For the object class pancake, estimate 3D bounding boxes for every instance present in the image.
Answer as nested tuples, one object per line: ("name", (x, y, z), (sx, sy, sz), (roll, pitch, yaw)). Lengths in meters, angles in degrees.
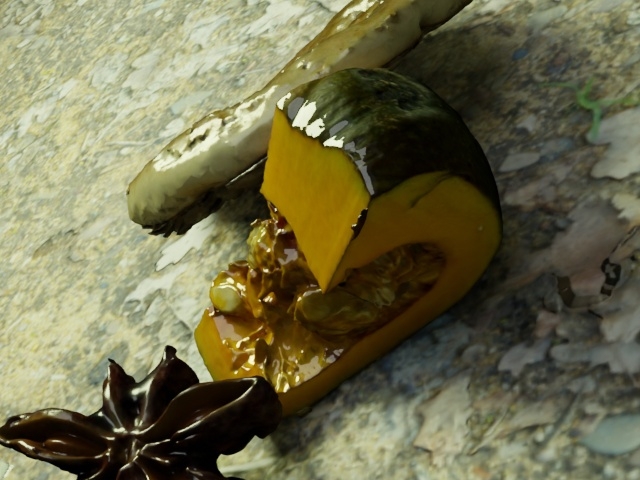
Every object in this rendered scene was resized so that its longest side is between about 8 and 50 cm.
("pancake", (-0.030, -0.130, 1.094), (0.382, 0.071, 0.382), (-36, 9, 7))

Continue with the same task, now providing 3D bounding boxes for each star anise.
("star anise", (-0.128, 0.171, 0.895), (0.220, 0.126, 0.190), (6, 81, 19))

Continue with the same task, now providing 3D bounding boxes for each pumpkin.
("pumpkin", (0.000, 0.001, 0.901), (0.280, 0.190, 0.139), (-36, 52, 2))

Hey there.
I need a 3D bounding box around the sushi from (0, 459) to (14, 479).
("sushi", (-0.435, 0.282, 1.061), (0.264, 0.050, 0.290), (12, 44, 41))
